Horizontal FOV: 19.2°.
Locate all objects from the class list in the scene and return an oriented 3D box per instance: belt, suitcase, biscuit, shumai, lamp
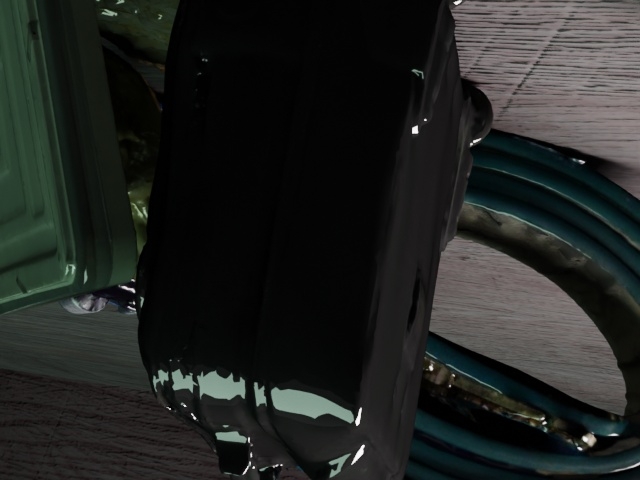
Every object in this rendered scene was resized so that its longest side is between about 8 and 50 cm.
[{"bbox_3d":[0.118,0.075,1.507,0.436,0.300,0.173,24,165,-5],"label":"belt"},{"bbox_3d":[0.000,0.000,1.222,0.188,0.339,0.345,7,167,7],"label":"suitcase"},{"bbox_3d":[-0.138,-0.168,1.308,0.141,0.038,0.290,17,171,4],"label":"biscuit"},{"bbox_3d":[-0.139,-0.045,1.411,0.153,0.161,0.209,26,152,14],"label":"shumai"},{"bbox_3d":[-0.190,-0.092,1.198,0.047,0.269,0.266,-8,177,-22],"label":"lamp"}]

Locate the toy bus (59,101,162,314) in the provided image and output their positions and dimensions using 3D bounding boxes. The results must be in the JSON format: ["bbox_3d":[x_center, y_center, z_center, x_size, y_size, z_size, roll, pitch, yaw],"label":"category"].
[{"bbox_3d":[-0.211,-0.049,1.590,0.138,0.175,0.287,-6,157,42],"label":"toy bus"}]
